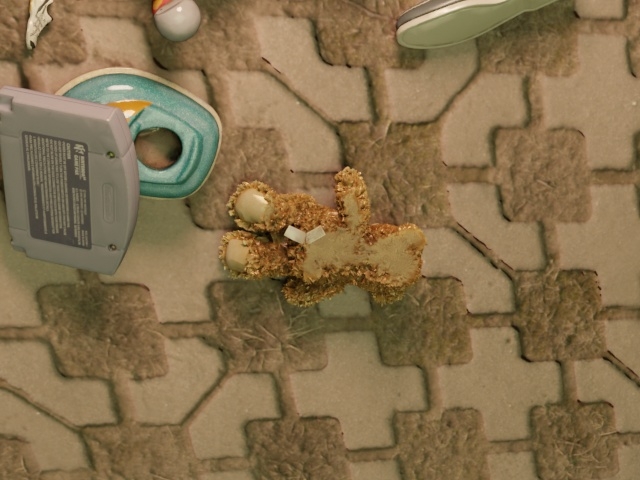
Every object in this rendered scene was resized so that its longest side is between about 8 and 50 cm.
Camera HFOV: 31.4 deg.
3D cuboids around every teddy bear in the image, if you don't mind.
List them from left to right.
[{"bbox_3d":[0.000,0.000,1.870,0.337,0.113,0.245,-6,105,-7],"label":"teddy bear"}]

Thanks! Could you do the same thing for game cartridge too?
[{"bbox_3d":[-0.362,-0.082,1.659,0.196,0.060,0.294,15,131,7],"label":"game cartridge"}]

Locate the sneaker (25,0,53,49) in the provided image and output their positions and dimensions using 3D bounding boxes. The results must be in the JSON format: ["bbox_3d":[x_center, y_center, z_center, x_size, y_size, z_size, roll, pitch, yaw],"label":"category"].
[{"bbox_3d":[-0.407,-0.316,1.653,0.036,0.032,0.083,7,108,-19],"label":"sneaker"}]

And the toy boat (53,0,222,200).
[{"bbox_3d":[-0.255,-0.213,1.674,0.267,0.148,0.318,13,106,-21],"label":"toy boat"}]

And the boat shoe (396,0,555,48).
[{"bbox_3d":[0.259,-0.398,1.810,0.319,0.116,0.099,-21,72,-1],"label":"boat shoe"}]
